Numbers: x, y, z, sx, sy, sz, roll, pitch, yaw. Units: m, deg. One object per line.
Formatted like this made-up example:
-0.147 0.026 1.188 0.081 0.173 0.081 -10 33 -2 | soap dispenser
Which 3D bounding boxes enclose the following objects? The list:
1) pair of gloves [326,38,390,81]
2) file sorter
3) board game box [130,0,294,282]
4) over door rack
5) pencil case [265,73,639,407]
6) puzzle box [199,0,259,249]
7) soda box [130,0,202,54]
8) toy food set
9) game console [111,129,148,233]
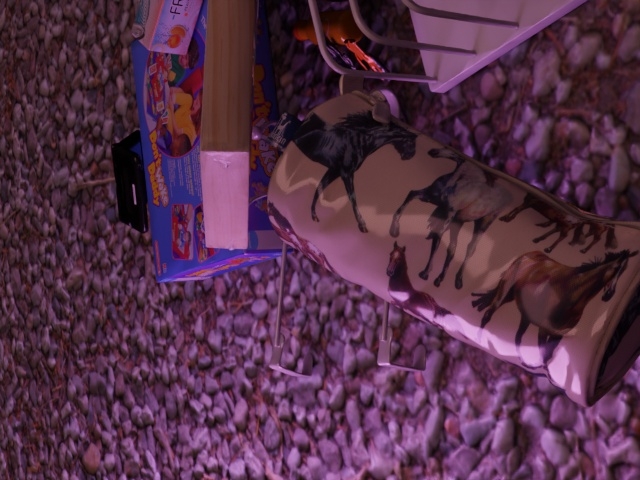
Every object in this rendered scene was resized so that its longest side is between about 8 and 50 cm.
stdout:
0.041 -0.206 1.400 0.083 0.074 0.010 11 65 54 | pair of gloves
0.124 -0.293 1.198 0.278 0.173 0.192 -30 67 50 | file sorter
-0.151 -0.132 1.642 0.233 0.078 0.347 -16 78 52 | board game box
0.000 0.000 1.426 0.239 0.108 0.324 -9 84 53 | over door rack
0.136 -0.006 1.134 0.410 0.160 0.183 28 116 33 | pencil case
-0.097 -0.223 1.377 0.272 0.052 0.408 101 171 -69 | puzzle box
-0.184 -0.334 1.568 0.063 0.058 0.183 45 123 44 | soda box
-0.008 -0.345 1.406 0.104 0.111 0.232 9 130 52 | toy food set
-0.260 -0.087 1.778 0.107 0.071 0.122 25 127 47 | game console
